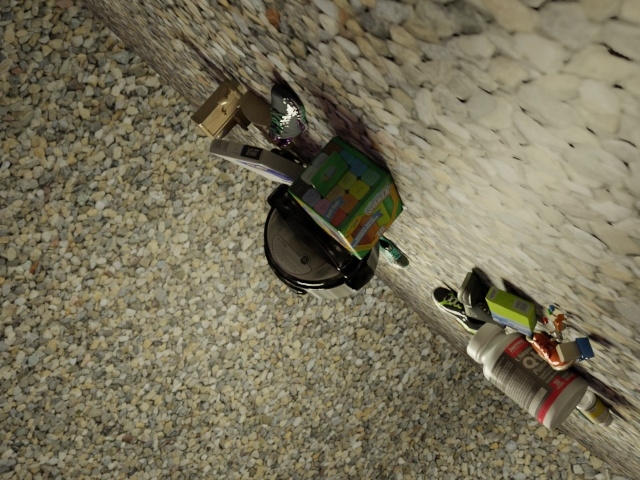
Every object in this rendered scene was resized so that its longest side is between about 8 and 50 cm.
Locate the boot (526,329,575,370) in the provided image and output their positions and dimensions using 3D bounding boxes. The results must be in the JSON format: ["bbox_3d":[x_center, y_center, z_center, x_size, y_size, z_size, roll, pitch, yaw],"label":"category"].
[{"bbox_3d":[0.588,0.279,1.438,0.084,0.059,0.158,47,177,-10],"label":"boot"}]

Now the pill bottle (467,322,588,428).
[{"bbox_3d":[0.598,0.384,1.650,0.318,0.176,0.176,39,176,37],"label":"pill bottle"}]

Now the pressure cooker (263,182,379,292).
[{"bbox_3d":[0.003,-0.005,1.860,0.369,0.376,0.420,1,168,10],"label":"pressure cooker"}]

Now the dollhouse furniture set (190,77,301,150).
[{"bbox_3d":[-0.213,-0.323,1.771,0.355,0.174,0.303,41,177,18],"label":"dollhouse furniture set"}]

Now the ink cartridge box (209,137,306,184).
[{"bbox_3d":[-0.188,-0.269,1.991,0.303,0.072,0.307,18,-179,44],"label":"ink cartridge box"}]

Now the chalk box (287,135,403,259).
[{"bbox_3d":[0.060,-0.109,1.337,0.179,0.180,0.289,40,178,24],"label":"chalk box"}]

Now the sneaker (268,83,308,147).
[{"bbox_3d":[-0.091,-0.292,1.363,0.083,0.098,0.224,40,177,16],"label":"sneaker"}]

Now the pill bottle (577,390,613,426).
[{"bbox_3d":[0.819,0.505,1.668,0.116,0.065,0.065,43,177,-18],"label":"pill bottle"}]

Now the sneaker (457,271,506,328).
[{"bbox_3d":[0.444,0.159,1.489,0.118,0.083,0.222,22,164,33],"label":"sneaker"}]

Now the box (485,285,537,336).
[{"bbox_3d":[0.471,0.176,1.373,0.109,0.042,0.178,25,169,30],"label":"box"}]

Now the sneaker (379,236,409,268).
[{"bbox_3d":[0.264,0.043,2.103,0.166,0.065,0.076,39,173,15],"label":"sneaker"}]

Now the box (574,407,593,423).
[{"bbox_3d":[0.822,0.512,1.910,0.233,0.044,0.159,42,177,-11],"label":"box"}]

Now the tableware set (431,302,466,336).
[{"bbox_3d":[0.566,0.329,2.419,0.194,0.039,0.128,44,180,-1],"label":"tableware set"}]

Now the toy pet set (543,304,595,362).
[{"bbox_3d":[0.527,0.196,1.180,0.122,0.065,0.114,55,-159,-65],"label":"toy pet set"}]

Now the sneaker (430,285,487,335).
[{"bbox_3d":[0.496,0.231,1.951,0.234,0.084,0.097,40,153,14],"label":"sneaker"}]

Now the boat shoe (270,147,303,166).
[{"bbox_3d":[-0.125,-0.310,2.126,0.206,0.075,0.065,45,138,38],"label":"boat shoe"}]
